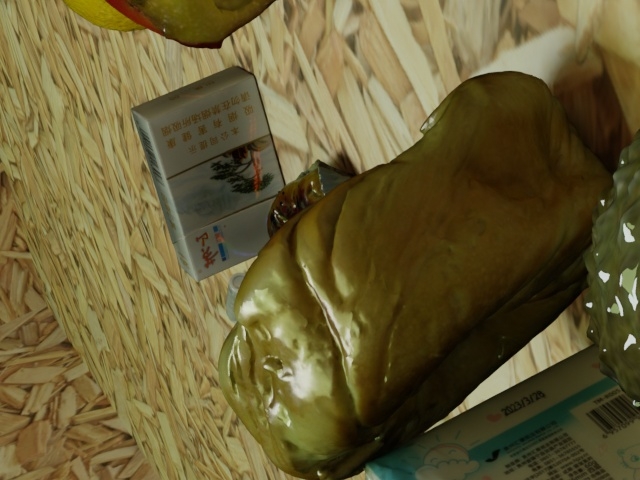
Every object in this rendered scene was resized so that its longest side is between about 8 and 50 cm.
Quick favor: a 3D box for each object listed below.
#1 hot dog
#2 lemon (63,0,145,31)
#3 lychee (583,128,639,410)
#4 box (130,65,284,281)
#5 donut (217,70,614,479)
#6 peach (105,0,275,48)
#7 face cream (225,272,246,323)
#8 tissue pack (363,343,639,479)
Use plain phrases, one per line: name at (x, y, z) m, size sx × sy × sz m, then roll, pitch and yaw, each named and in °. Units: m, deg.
hot dog at (0.000, 0.000, 1.731) m, size 0.162 × 0.082 × 0.270 m, roll 65°, pitch 163°, yaw 4°
lemon at (-0.223, -0.342, 1.736) m, size 0.188 × 0.188 × 0.257 m, roll 59°, pitch 163°, yaw 18°
lychee at (0.255, -0.009, 0.739) m, size 0.255 × 0.255 × 0.274 m, roll 41°, pitch 143°, yaw 50°
box at (-0.130, -0.081, 1.869) m, size 0.067 × 0.149 × 0.233 m, roll 41°, pitch 150°, yaw 57°
donut at (0.079, 0.034, 1.177) m, size 0.170 × 0.360 × 0.360 m, roll 49°, pitch 158°, yaw 16°
peach at (-0.150, -0.345, 1.402) m, size 0.338 × 0.281 × 0.281 m, roll 63°, pitch 162°, yaw 6°
face cream at (-0.125, 0.090, 2.263) m, size 0.034 × 0.034 × 0.130 m, roll 58°, pitch 160°, yaw 20°
tissue pack at (0.194, 0.203, 1.153) m, size 0.201 × 0.271 × 0.124 m, roll 48°, pitch 156°, yaw 43°
